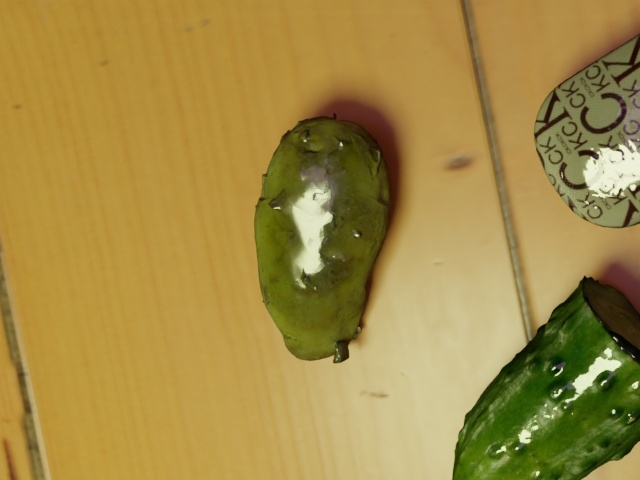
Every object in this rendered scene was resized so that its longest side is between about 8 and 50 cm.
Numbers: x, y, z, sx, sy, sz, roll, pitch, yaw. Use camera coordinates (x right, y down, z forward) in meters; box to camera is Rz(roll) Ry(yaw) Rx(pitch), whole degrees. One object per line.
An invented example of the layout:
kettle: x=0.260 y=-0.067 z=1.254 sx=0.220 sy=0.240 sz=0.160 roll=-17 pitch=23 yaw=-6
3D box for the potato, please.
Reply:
potato: x=0.000 y=0.000 z=1.064 sx=0.117 sy=0.090 sz=0.225 roll=8 pitch=103 yaw=10

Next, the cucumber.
cucumber: x=0.187 y=0.151 z=1.006 sx=0.134 sy=0.134 sz=0.244 roll=45 pitch=112 yaw=9

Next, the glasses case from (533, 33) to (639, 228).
glasses case: x=0.338 y=-0.136 z=0.951 sx=0.355 sy=0.085 sz=0.137 roll=-30 pitch=84 yaw=17
